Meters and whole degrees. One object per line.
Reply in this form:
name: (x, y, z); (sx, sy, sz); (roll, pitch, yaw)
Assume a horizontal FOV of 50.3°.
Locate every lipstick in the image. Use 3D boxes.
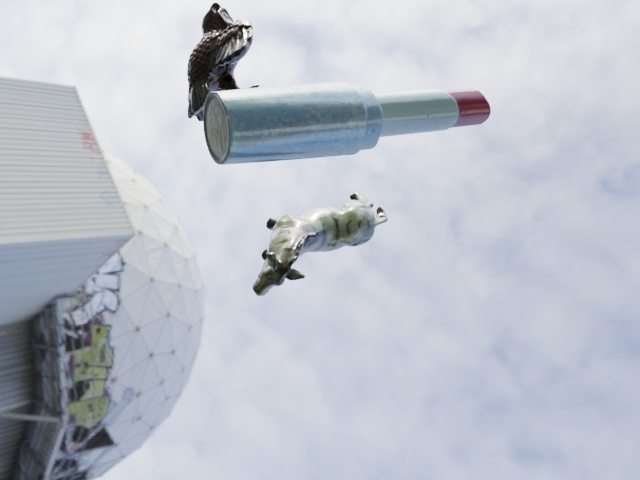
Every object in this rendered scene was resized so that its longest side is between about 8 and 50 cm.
lipstick: (0.036, -0.109, 0.601); (0.068, 0.274, 0.061); (48, -41, 44)

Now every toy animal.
toy animal: (-0.172, -0.287, 1.079); (0.218, 0.116, 0.179); (-37, -111, 59)
toy animal: (-0.002, -0.005, 0.845); (0.176, 0.217, 0.073); (15, -59, 66)
